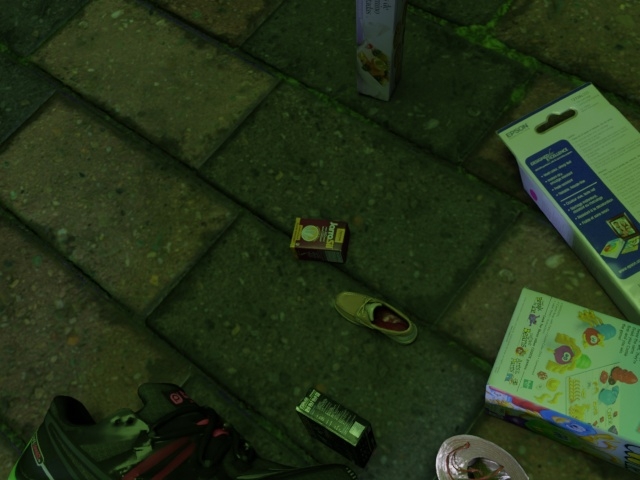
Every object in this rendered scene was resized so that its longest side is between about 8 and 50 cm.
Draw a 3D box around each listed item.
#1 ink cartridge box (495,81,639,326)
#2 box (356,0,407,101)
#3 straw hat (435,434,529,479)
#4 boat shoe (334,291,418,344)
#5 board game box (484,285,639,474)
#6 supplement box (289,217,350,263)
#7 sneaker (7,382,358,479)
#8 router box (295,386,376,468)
[{"bbox_3d":[0.431,-0.058,1.058,0.176,0.069,0.370,-28,63,-3],"label":"ink cartridge box"},{"bbox_3d":[0.095,-0.339,1.125,0.063,0.324,0.067,19,68,11],"label":"box"},{"bbox_3d":[0.223,0.299,0.913,0.061,0.144,0.144,-17,51,-44],"label":"straw hat"},{"bbox_3d":[0.080,0.105,1.055,0.135,0.045,0.050,22,69,21],"label":"boat shoe"},{"bbox_3d":[0.361,0.189,0.899,0.275,0.142,0.144,19,68,20],"label":"board game box"},{"bbox_3d":[0.000,0.000,1.128,0.083,0.043,0.054,4,63,13],"label":"supplement box"},{"bbox_3d":[-0.180,0.287,0.938,0.483,0.185,0.202,3,68,12],"label":"sneaker"},{"bbox_3d":[0.023,0.248,0.950,0.092,0.122,0.038,26,67,22],"label":"router box"}]
